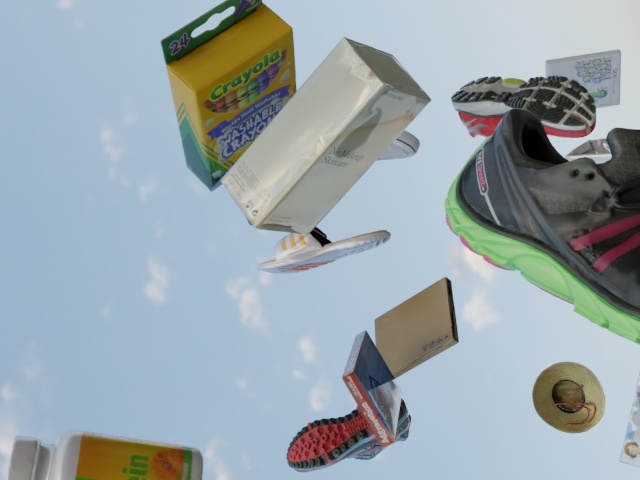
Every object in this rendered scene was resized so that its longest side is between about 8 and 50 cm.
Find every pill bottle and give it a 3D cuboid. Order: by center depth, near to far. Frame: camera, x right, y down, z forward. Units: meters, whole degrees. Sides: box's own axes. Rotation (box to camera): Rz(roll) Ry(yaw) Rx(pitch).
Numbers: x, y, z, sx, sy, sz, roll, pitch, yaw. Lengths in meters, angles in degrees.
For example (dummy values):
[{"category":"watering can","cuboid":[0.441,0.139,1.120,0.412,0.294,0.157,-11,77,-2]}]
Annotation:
[{"category":"pill bottle","cuboid":[-0.286,0.323,1.488,0.245,0.136,0.136,10,-137,-12]}]

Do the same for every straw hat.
[{"category":"straw hat","cuboid":[0.483,0.302,2.210,0.144,0.144,0.061,63,-169,1]}]

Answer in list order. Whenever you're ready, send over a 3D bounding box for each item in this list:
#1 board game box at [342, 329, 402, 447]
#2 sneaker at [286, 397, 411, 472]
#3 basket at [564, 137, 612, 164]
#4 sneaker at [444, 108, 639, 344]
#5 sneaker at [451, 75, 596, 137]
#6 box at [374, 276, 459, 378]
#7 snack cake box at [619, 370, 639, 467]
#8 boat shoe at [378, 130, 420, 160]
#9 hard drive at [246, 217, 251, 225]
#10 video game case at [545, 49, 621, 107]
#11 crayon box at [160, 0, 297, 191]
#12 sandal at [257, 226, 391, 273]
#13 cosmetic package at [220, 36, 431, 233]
[{"category":"board game box","cuboid":[0.098,0.265,2.070,0.145,0.027,0.281,59,-169,-5]},{"category":"sneaker","cuboid":[0.063,0.408,2.248,0.104,0.262,0.125,-110,-4,-46]},{"category":"basket","cuboid":[0.492,-0.106,1.811,0.113,0.167,0.103,-29,-68,-50]},{"category":"sneaker","cuboid":[0.345,-0.008,1.204,0.483,0.202,0.185,29,-164,32]},{"category":"sneaker","cuboid":[0.341,-0.198,1.844,0.107,0.279,0.118,-43,-55,-23]},{"category":"box","cuboid":[0.192,0.183,2.310,0.021,0.201,0.164,33,-142,-32]},{"category":"snack cake box","cuboid":[0.646,0.289,2.049,0.089,0.152,0.264,-19,-60,-66]},{"category":"boat shoe","cuboid":[0.066,-0.175,2.209,0.095,0.258,0.084,52,-130,-53]},{"category":"hard drive","cuboid":[-0.084,-0.149,2.542,0.254,0.054,0.172,-25,-92,-36]},{"category":"video game case","cuboid":[0.560,-0.336,2.418,0.143,0.157,0.019,76,-171,-46]},{"category":"crayon box","cuboid":[-0.141,-0.247,1.875,0.083,0.203,0.323,44,158,26]},{"category":"sandal","cuboid":[0.004,0.001,2.130,0.102,0.265,0.076,20,-125,-69]},{"category":"cosmetic package","cuboid":[0.007,-0.156,1.770,0.113,0.309,0.160,54,-155,23]}]
